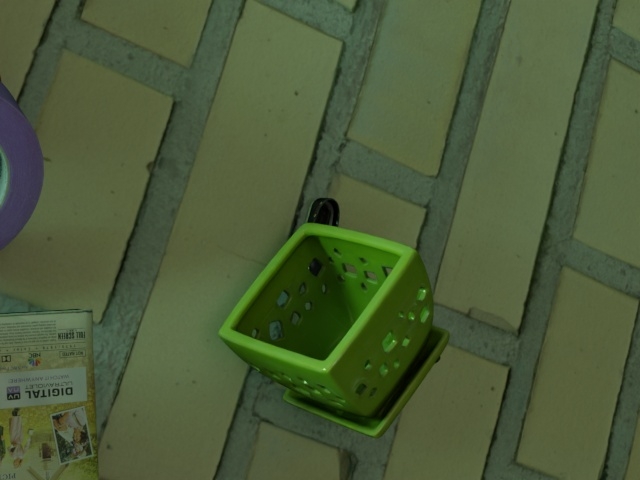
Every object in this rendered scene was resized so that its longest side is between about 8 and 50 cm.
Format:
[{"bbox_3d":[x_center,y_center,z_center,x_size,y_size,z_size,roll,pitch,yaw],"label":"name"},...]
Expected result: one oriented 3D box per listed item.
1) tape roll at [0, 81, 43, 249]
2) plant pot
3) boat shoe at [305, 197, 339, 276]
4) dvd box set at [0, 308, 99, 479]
[{"bbox_3d":[-0.484,-0.088,1.502,0.275,0.090,0.275,-18,130,-22],"label":"tape roll"},{"bbox_3d":[0.035,0.136,1.742,0.227,0.228,0.207,-52,131,-23],"label":"plant pot"},{"bbox_3d":[-0.002,0.000,1.853,0.049,0.042,0.133,15,79,-28],"label":"boat shoe"},{"bbox_3d":[-0.417,0.298,1.478,0.307,0.062,0.420,-3,88,-29],"label":"dvd box set"}]
